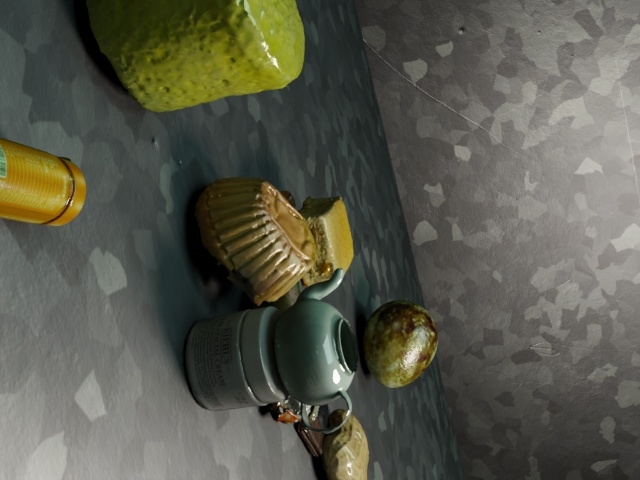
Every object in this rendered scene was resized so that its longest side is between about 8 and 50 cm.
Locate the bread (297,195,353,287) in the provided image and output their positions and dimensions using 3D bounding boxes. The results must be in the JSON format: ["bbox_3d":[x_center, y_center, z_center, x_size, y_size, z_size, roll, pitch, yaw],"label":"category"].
[{"bbox_3d":[0.000,0.000,1.921,0.275,0.114,0.185,-58,137,-73],"label":"bread"}]

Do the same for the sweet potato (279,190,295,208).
[{"bbox_3d":[-0.061,-0.022,2.048,0.067,0.059,0.281,41,-17,40],"label":"sweet potato"}]

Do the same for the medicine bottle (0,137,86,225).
[{"bbox_3d":[-0.380,-0.074,0.983,0.192,0.096,0.096,14,67,-71],"label":"medicine bottle"}]

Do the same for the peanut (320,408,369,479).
[{"bbox_3d":[0.065,0.540,2.039,0.233,0.110,0.197,-72,148,-54],"label":"peanut"}]

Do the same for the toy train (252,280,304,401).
[{"bbox_3d":[-0.061,0.190,1.718,0.300,0.131,0.202,-104,176,-55],"label":"toy train"}]

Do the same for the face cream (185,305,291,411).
[{"bbox_3d":[-0.144,0.220,1.480,0.177,0.152,0.177,-12,90,-74],"label":"face cream"}]

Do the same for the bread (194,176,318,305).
[{"bbox_3d":[-0.126,-0.015,1.601,0.274,0.149,0.274,47,24,-29],"label":"bread"}]

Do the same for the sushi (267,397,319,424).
[{"bbox_3d":[-0.049,0.358,1.795,0.226,0.103,0.097,46,36,-73],"label":"sushi"}]

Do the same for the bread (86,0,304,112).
[{"bbox_3d":[-0.205,-0.394,1.379,0.348,0.307,0.348,-17,90,-71],"label":"bread"}]

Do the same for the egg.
[{"bbox_3d":[0.248,0.327,2.544,0.238,0.238,0.289,64,35,-41],"label":"egg"}]

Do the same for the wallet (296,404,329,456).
[{"bbox_3d":[-0.012,0.404,1.986,0.230,0.042,0.124,-83,154,-49],"label":"wallet"}]

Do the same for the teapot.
[{"bbox_3d":[-0.002,0.203,1.468,0.193,0.129,0.294,38,43,-63],"label":"teapot"}]
